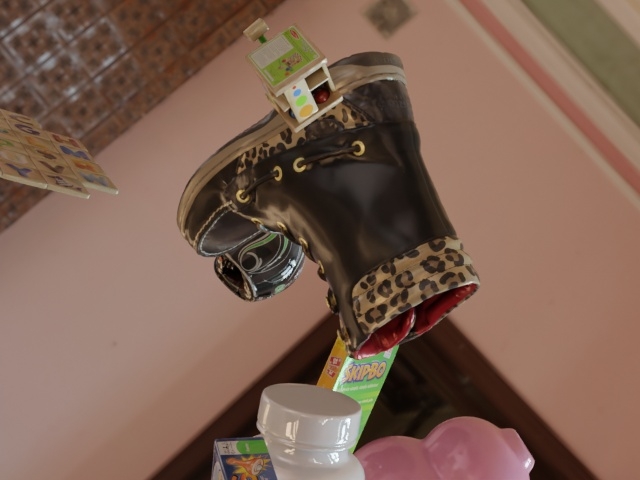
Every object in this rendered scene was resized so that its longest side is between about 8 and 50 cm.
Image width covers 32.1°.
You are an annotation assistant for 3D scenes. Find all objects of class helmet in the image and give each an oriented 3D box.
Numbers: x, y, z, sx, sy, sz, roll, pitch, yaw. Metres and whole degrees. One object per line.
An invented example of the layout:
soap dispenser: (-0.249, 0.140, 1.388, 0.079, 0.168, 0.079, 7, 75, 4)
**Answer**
helmet: (-0.107, 0.016, 2.042, 0.169, 0.161, 0.169, 39, -27, 24)

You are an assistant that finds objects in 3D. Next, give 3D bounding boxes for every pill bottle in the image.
pill bottle: (-0.023, 0.220, 0.923, 0.112, 0.187, 0.112, 9, 9, -2)

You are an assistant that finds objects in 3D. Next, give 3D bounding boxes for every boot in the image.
boot: (0.000, 0.000, 1.256, 0.138, 0.377, 0.284, -2, 63, -50)

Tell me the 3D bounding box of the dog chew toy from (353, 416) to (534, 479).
dog chew toy: (0.078, 0.307, 1.186, 0.207, 0.332, 0.206, 57, 5, -8)

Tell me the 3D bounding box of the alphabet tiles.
alphabet tiles: (-0.430, -0.136, 1.491, 0.285, 0.011, 0.342, 14, 15, -31)

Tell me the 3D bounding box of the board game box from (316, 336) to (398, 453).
board game box: (0.025, 0.243, 1.567, 0.039, 0.259, 0.124, 25, -1, 35)

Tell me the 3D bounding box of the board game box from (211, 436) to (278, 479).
board game box: (-0.050, 0.249, 0.718, 0.136, 0.035, 0.201, -120, -146, -61)

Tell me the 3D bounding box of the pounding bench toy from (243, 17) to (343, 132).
pounding bench toy: (-0.028, -0.145, 0.946, 0.083, 0.052, 0.065, 52, -5, 33)
